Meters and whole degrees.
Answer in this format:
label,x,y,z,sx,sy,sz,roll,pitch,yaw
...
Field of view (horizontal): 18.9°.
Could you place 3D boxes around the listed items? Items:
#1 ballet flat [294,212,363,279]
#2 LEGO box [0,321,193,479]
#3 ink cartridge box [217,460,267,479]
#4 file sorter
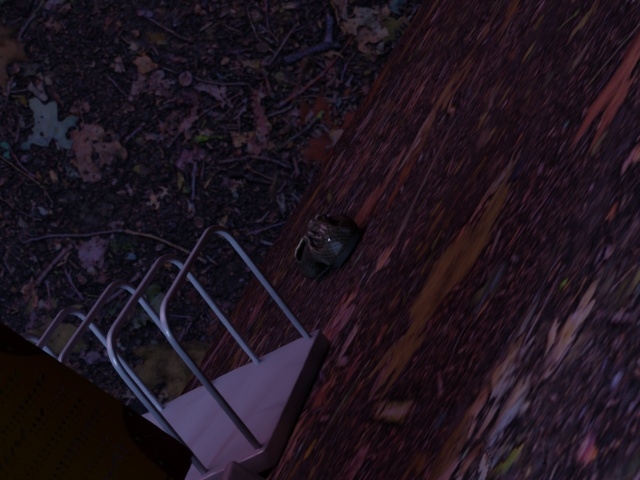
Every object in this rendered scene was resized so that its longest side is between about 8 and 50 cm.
label,x,y,z,sx,sy,sz,roll,pitch,yaw
ballet flat,0.000,0.000,2.244,0.084,0.058,0.250,-58,4,-4
LEGO box,-0.298,0.309,1.168,0.372,0.193,0.500,-55,3,18
ink cartridge box,-0.074,0.239,1.365,0.104,0.060,0.180,-57,4,13
file sorter,-0.169,0.139,1.799,0.277,0.173,0.193,-28,19,30
